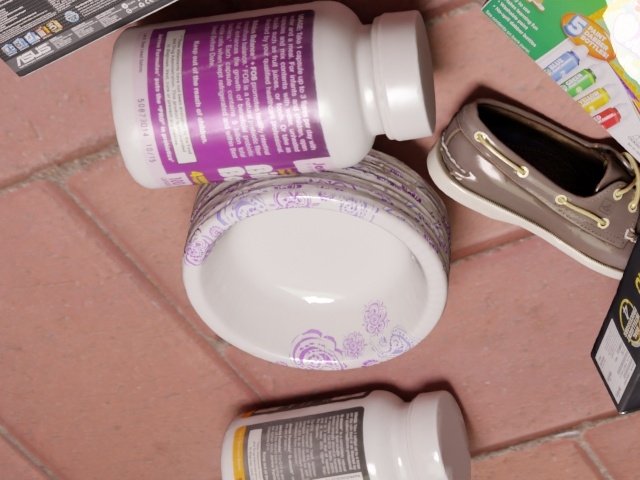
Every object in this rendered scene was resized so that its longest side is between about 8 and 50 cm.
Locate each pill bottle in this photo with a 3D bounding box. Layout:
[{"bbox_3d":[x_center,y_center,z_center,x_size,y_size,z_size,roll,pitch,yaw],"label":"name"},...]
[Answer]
[{"bbox_3d":[-0.043,-0.147,1.890,0.301,0.169,0.169,-6,135,11],"label":"pill bottle"},{"bbox_3d":[0.032,0.269,2.329,0.278,0.162,0.162,-11,134,20],"label":"pill bottle"}]

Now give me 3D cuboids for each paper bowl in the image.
[{"bbox_3d":[0.000,0.000,2.058,0.284,0.148,0.284,4,136,4],"label":"paper bowl"}]

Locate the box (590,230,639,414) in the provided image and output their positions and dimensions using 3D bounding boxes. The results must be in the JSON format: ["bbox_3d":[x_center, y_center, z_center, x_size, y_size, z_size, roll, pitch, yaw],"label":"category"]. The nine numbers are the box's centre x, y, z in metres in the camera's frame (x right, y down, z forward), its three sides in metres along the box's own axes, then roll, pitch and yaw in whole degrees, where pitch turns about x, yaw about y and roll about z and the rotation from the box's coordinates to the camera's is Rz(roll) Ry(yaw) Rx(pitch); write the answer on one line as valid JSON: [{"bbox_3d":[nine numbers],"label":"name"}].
[{"bbox_3d":[0.467,0.013,1.927,0.318,0.097,0.395,-13,148,-16],"label":"box"}]

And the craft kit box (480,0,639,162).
[{"bbox_3d":[0.320,-0.216,1.774,0.250,0.061,0.246,43,122,-3],"label":"craft kit box"}]

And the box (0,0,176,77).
[{"bbox_3d":[-0.255,-0.293,1.851,0.270,0.060,0.216,-23,128,28],"label":"box"}]

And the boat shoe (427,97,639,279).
[{"bbox_3d":[0.275,-0.052,1.989,0.324,0.116,0.097,23,138,-8],"label":"boat shoe"}]
